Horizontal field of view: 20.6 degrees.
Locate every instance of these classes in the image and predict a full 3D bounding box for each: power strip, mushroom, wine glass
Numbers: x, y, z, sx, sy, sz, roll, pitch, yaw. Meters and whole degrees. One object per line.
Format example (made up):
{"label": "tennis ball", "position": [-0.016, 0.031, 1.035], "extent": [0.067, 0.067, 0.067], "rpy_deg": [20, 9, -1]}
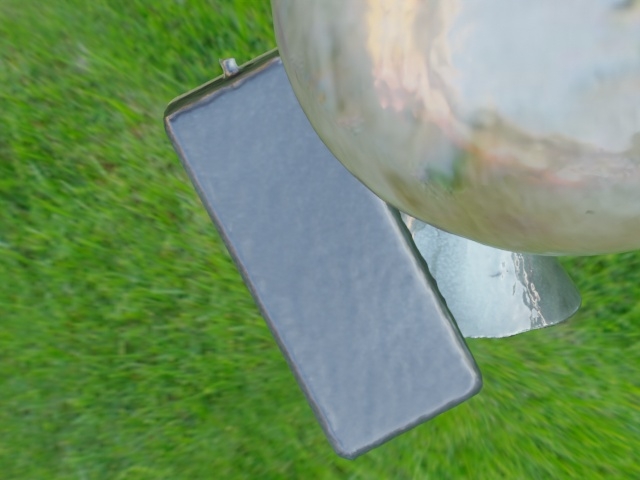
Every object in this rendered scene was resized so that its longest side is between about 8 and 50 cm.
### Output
{"label": "power strip", "position": [0.000, 0.000, 1.084], "extent": [0.105, 0.070, 0.257], "rpy_deg": [-27, 103, 1]}
{"label": "mushroom", "position": [0.113, -0.098, 0.634], "extent": [0.243, 0.243, 0.244], "rpy_deg": [0, 87, 4]}
{"label": "wine glass", "position": [0.140, -0.124, 1.782], "extent": [0.267, 0.267, 0.406], "rpy_deg": [1, 110, 4]}
